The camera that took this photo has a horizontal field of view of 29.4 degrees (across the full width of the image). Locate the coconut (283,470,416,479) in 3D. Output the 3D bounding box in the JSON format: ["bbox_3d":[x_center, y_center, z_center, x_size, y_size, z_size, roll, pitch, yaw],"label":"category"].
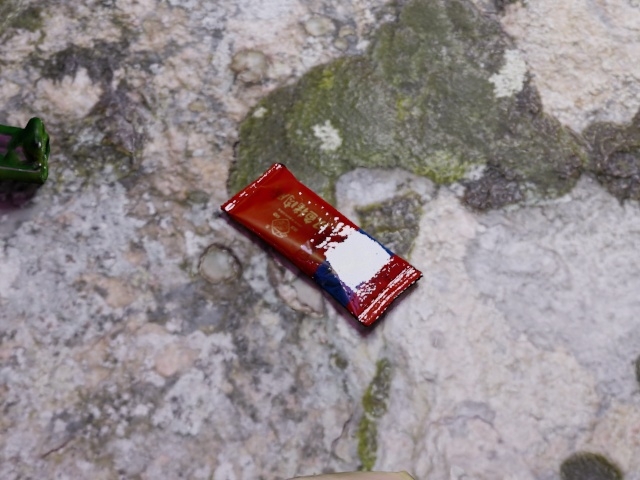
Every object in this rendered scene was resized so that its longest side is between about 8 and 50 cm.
[{"bbox_3d":[0.017,0.258,0.965,0.170,0.171,0.183,26,65,13],"label":"coconut"}]

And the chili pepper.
[{"bbox_3d":[-0.389,-0.107,1.216,0.253,0.083,0.099,16,51,4],"label":"chili pepper"}]

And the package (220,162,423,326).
[{"bbox_3d":[0.000,0.000,1.194,0.200,0.022,0.083,38,66,21],"label":"package"}]
